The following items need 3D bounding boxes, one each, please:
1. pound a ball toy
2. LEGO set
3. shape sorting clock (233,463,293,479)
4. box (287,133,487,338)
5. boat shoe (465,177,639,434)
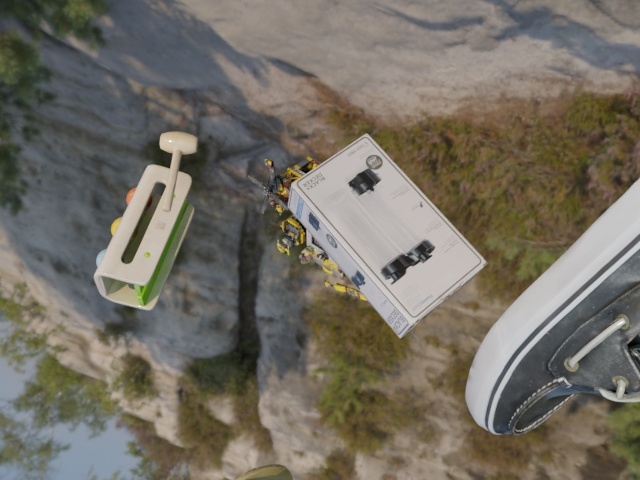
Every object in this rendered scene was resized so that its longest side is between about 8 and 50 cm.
[{"bbox_3d":[-0.354,-0.052,1.329,0.135,0.319,0.208,15,149,1],"label":"pound a ball toy"},{"bbox_3d":[0.000,0.000,1.250,0.331,0.192,0.255,38,145,22],"label":"LEGO set"},{"bbox_3d":[-0.130,0.431,1.029,0.040,0.206,0.206,40,178,33],"label":"shape sorting clock"},{"bbox_3d":[0.101,-0.010,1.047,0.290,0.169,0.087,48,159,13],"label":"box"},{"bbox_3d":[0.235,0.073,0.527,0.121,0.335,0.119,-4,-134,-35],"label":"boat shoe"}]
